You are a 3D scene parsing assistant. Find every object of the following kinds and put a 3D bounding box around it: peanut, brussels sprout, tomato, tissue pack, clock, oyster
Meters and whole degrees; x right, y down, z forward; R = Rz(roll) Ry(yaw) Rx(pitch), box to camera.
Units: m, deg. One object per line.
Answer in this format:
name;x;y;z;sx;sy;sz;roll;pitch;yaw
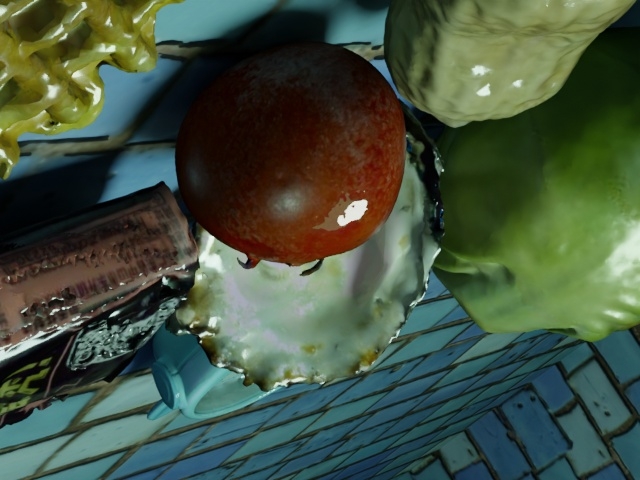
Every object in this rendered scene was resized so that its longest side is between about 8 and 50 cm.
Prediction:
peanut;0.121;-0.171;0.829;0.143;0.159;0.291;17;166;-3
brussels sprout;0.244;-0.044;1.195;0.344;0.268;0.344;-30;170;-6
tomato;-0.017;-0.063;0.915;0.167;0.167;0.167;-28;163;-10
tissue pack;-0.261;0.076;0.912;0.332;0.123;0.245;-23;167;-37
clock;-0.070;0.094;1.353;0.274;0.094;0.223;-39;161;31
oyster;-0.003;-0.001;1.073;0.260;0.198;0.092;-57;-158;9

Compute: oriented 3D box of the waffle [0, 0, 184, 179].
waffle;-0.158;-0.124;0.600;0.325;0.068;0.302;-25;160;-43
